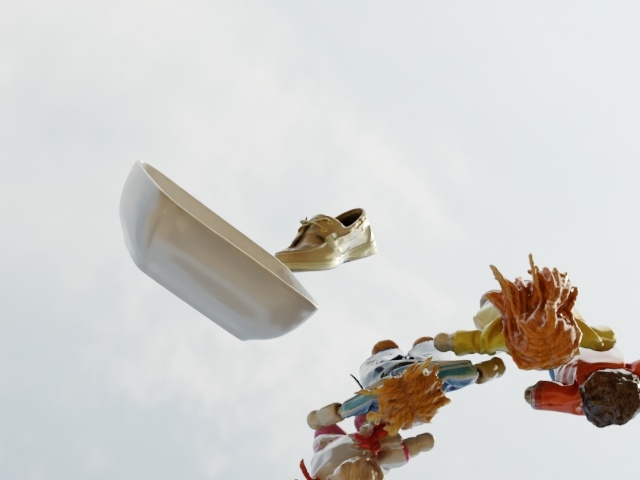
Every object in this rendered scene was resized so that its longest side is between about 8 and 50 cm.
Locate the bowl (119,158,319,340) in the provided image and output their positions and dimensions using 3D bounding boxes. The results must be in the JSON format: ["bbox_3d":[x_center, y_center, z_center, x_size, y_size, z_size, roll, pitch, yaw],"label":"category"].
[{"bbox_3d":[-0.076,0.013,1.240,0.142,0.053,0.142,35,-176,-19],"label":"bowl"}]

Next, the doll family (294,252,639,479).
[{"bbox_3d":[0.084,0.082,1.163,0.263,0.163,0.118,-20,-83,2],"label":"doll family"}]

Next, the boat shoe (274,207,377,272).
[{"bbox_3d":[0.000,0.000,1.554,0.050,0.045,0.135,-3,-173,30],"label":"boat shoe"}]
